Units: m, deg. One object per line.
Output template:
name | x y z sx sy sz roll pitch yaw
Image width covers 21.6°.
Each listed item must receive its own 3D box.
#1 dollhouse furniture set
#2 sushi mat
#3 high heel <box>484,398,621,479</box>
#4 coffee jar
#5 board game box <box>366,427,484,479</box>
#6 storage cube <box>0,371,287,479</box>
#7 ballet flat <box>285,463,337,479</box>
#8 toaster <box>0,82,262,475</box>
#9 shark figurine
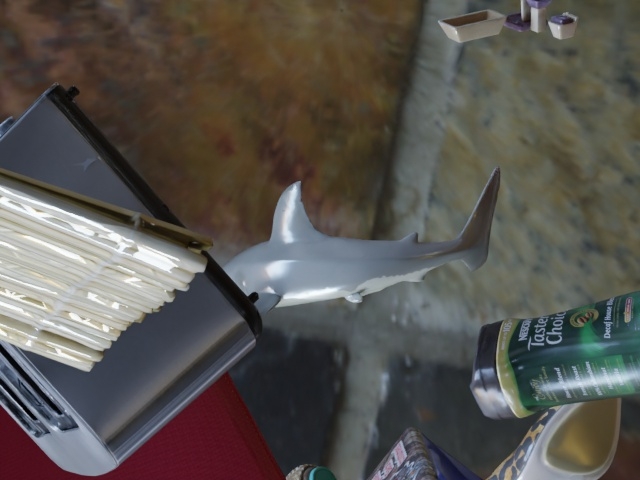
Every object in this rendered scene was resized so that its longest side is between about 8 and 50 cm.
dollhouse furniture set | 0.181 -0.238 1.639 0.114 0.091 0.081 -16 117 -25
sushi mat | -0.195 -0.029 0.488 0.316 0.151 0.019 20 68 -13
high heel | 0.219 0.239 1.798 0.093 0.186 0.261 34 78 -17
coffee jar | 0.231 0.107 1.549 0.184 0.096 0.079 -14 123 23
board game box | 0.047 0.275 0.753 0.232 0.141 0.291 38 92 -2
storage cube | -0.151 0.139 1.047 0.215 0.183 0.193 -30 95 -16
ballet flat | 0.008 0.278 1.303 0.067 0.073 0.206 -30 67 28
toaster | -0.124 0.029 0.852 0.110 0.168 0.185 -43 97 -19
shark figurine | 0.018 -0.001 1.468 0.278 0.166 0.116 -10 97 15
